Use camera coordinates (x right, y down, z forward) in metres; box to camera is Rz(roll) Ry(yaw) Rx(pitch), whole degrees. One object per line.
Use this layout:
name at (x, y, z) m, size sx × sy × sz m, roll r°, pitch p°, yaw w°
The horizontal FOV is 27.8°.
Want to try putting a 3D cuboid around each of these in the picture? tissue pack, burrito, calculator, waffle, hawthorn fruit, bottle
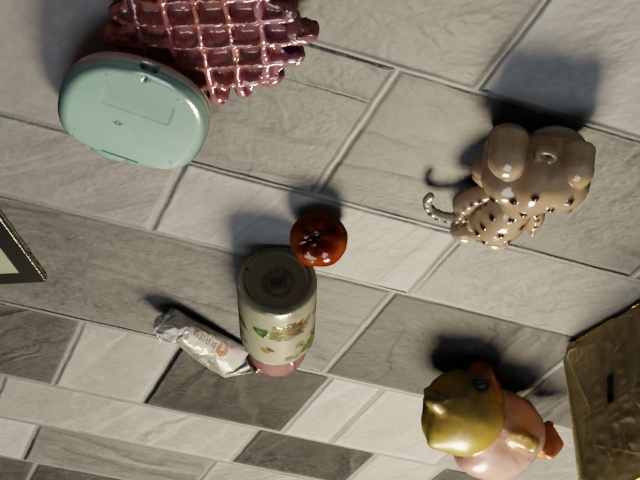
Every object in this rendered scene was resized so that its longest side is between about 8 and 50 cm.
tissue pack at (0.592, 0.299, 2.007) m, size 0.382 × 0.293 × 0.228 m, roll 18°, pitch 140°, yaw -22°
burrito at (-0.192, 0.168, 2.103) m, size 0.064 × 0.064 × 0.203 m, roll -20°, pitch 142°, yaw 33°
calculator at (-0.228, -0.148, 1.569) m, size 0.184 × 0.042 × 0.295 m, roll 18°, pitch 159°, yaw -9°
waffle at (-0.131, -0.234, 1.464) m, size 0.221 × 0.055 × 0.234 m, roll 30°, pitch 142°, yaw -31°
hawthorn fruit at (0.000, 0.000, 1.808) m, size 0.081 × 0.081 × 0.093 m, roll -3°, pitch 176°, yaw 11°
bottle at (-0.065, 0.120, 1.959) m, size 0.121 × 0.120 × 0.253 m, roll 4°, pitch 149°, yaw 1°

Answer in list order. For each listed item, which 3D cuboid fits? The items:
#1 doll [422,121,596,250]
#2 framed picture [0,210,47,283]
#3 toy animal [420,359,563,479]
doll at (0.241, -0.062, 1.654) m, size 0.154 × 0.119 × 0.278 m, roll 16°, pitch 156°, yaw -16°
framed picture at (-0.613, 0.001, 1.926) m, size 0.347 × 0.016 × 0.265 m, roll -4°, pitch 147°, yaw 12°
toy animal at (0.264, 0.304, 2.172) m, size 0.195 × 0.169 × 0.281 m, roll 22°, pitch 165°, yaw 48°
